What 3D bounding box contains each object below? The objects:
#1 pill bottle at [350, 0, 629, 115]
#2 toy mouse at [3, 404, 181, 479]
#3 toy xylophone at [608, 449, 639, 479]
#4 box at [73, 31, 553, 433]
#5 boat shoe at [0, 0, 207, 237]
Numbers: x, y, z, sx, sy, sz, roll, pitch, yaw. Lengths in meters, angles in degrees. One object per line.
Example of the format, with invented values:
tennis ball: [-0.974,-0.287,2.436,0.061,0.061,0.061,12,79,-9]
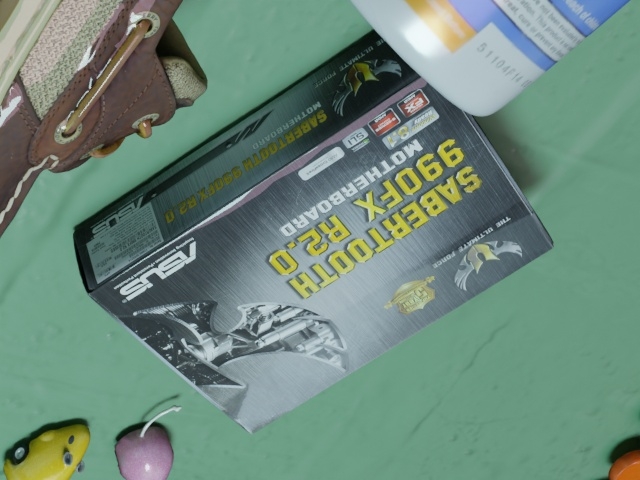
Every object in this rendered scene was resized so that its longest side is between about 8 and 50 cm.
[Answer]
pill bottle: [0.128,-0.196,0.644,0.272,0.152,0.152,-40,134,16]
toy mouse: [-0.145,0.172,0.960,0.161,0.031,0.143,-30,137,4]
toy xylophone: [0.358,0.160,1.131,0.236,0.081,0.322,2,130,-25]
box: [0.000,0.000,0.844,0.231,0.056,0.183,-32,135,8]
boat shoe: [-0.109,-0.087,0.664,0.123,0.123,0.342,20,116,-25]
